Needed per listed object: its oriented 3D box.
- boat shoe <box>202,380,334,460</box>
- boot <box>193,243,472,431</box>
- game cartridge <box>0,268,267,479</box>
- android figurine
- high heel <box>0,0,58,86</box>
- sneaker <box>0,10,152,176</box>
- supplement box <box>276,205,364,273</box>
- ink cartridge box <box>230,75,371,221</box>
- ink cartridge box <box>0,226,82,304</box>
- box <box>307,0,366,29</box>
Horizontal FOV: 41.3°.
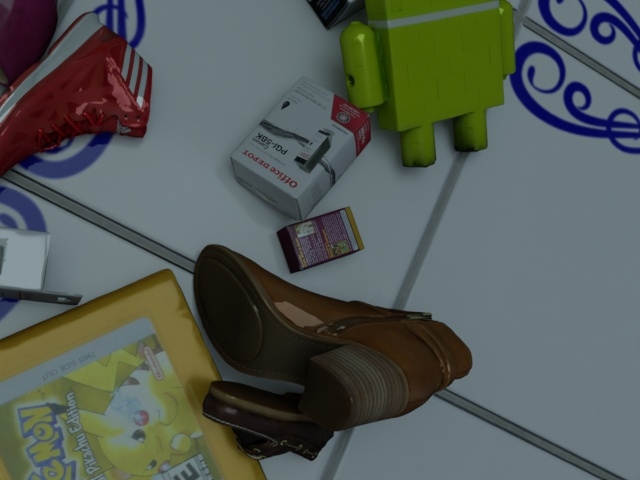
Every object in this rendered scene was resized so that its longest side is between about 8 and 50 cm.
[{"bbox_3d":[-0.050,0.193,0.873,0.207,0.073,0.073,27,88,-52],"label":"boat shoe"},{"bbox_3d":[0.015,0.085,0.927,0.220,0.283,0.109,-10,122,-47],"label":"boot"},{"bbox_3d":[-0.243,0.219,0.861,0.324,0.053,0.285,-25,90,-21],"label":"game cartridge"},{"bbox_3d":[0.135,-0.230,1.002,0.248,0.056,0.273,-19,110,-27],"label":"android figurine"},{"bbox_3d":[-0.437,-0.301,0.827,0.377,0.127,0.181,21,65,-18],"label":"high heel"},{"bbox_3d":[-0.256,-0.126,0.890,0.128,0.087,0.221,36,74,-9],"label":"sneaker"},{"bbox_3d":[0.000,0.000,0.978,0.083,0.043,0.055,-17,87,-21],"label":"supplement box"},{"bbox_3d":[-0.021,-0.104,0.961,0.099,0.056,0.135,33,71,18],"label":"ink cartridge box"},{"bbox_3d":[-0.325,0.022,0.835,0.180,0.104,0.060,8,78,-18],"label":"ink cartridge box"},{"bbox_3d":[0.002,-0.424,1.019,0.169,0.087,0.290,-35,94,-19],"label":"box"}]
